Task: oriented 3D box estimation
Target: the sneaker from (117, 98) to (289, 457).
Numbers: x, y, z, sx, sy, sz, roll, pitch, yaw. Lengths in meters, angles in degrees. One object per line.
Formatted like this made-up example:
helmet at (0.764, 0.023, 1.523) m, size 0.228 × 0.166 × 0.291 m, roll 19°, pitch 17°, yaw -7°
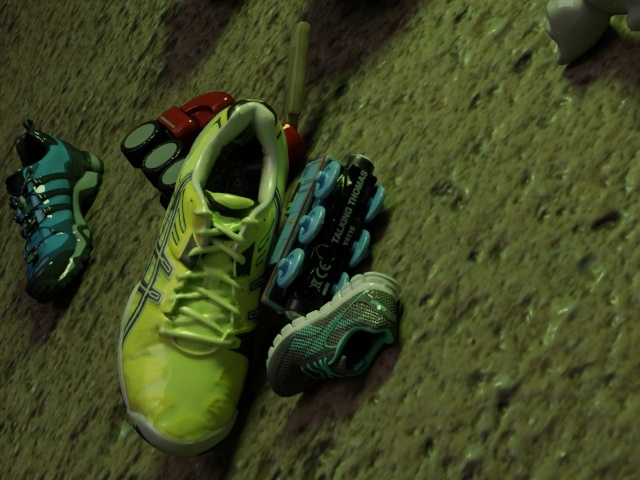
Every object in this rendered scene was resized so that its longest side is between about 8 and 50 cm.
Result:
sneaker at (-0.120, 0.027, 1.632) m, size 0.147 × 0.145 × 0.384 m, roll 108°, pitch 171°, yaw -65°

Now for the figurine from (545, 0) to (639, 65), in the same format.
figurine at (0.265, -0.268, 1.408) m, size 0.209 × 0.092 × 0.214 m, roll 153°, pitch 131°, yaw -70°

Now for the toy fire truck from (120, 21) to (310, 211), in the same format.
toy fire truck at (-0.094, -0.132, 1.870) m, size 0.246 × 0.158 × 0.217 m, roll -38°, pitch 30°, yaw -7°

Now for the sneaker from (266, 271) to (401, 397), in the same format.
sneaker at (0.010, 0.101, 1.490) m, size 0.166 × 0.065 × 0.076 m, roll -44°, pitch 32°, yaw 28°

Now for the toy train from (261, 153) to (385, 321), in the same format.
toy train at (0.000, 0.000, 1.608) m, size 0.105 × 0.080 × 0.184 m, roll -18°, pitch 47°, yaw 65°

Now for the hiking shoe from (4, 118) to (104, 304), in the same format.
hiking shoe at (-0.395, -0.034, 2.262) m, size 0.113 × 0.132 × 0.304 m, roll -42°, pitch 29°, yaw 28°
